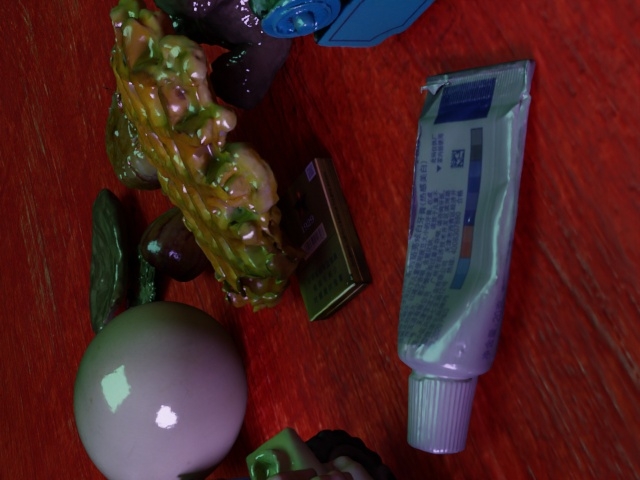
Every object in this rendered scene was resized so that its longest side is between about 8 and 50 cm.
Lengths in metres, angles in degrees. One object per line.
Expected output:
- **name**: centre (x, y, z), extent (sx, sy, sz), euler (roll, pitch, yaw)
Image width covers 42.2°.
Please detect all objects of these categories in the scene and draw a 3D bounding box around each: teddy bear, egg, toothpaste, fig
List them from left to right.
- **egg**: centre (-0.178, 0.183, 0.928), extent (0.188, 0.189, 0.253), euler (53, 140, 42)
- **fig**: centre (-0.161, -0.016, 1.006), extent (0.089, 0.089, 0.125), euler (32, 91, 53)
- **teddy bear**: centre (-0.102, -0.241, 0.838), extent (0.140, 0.177, 0.190), euler (-44, 38, -9)
- **toothpaste**: centre (0.098, 0.013, 0.606), extent (0.099, 0.068, 0.282), euler (6, 88, 28)

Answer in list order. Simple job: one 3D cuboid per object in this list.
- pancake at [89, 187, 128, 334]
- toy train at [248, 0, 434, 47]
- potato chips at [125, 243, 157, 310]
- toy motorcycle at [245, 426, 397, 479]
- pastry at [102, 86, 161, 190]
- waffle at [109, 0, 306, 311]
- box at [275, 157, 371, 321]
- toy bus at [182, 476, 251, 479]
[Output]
- **pancake**: centre (-0.326, 0.034, 1.274), extent (0.222, 0.042, 0.236), euler (-116, 33, -47)
- **toy train**: centre (0.030, -0.219, 0.601), extent (0.198, 0.154, 0.107), euler (-35, 67, 55)
- **potato chips**: centre (-0.241, 0.103, 1.174), extent (0.202, 0.029, 0.220), euler (17, 108, 59)
- **toy motorcycle**: centre (0.047, 0.306, 0.544), extent (0.169, 0.237, 0.410), euler (-40, 54, 19)
- **pastry**: centre (-0.232, -0.138, 1.093), extent (0.153, 0.081, 0.153), euler (12, 106, 47)
- **waffle**: centre (-0.117, -0.069, 0.806), extent (0.302, 0.068, 0.325), euler (55, 164, 19)
- **box**: centre (0.000, 0.000, 0.786), extent (0.090, 0.023, 0.133), euler (-45, 55, 48)
- **toy bus**: centre (-0.107, 0.377, 0.880), extent (0.116, 0.134, 0.234), euler (38, 118, 51)
